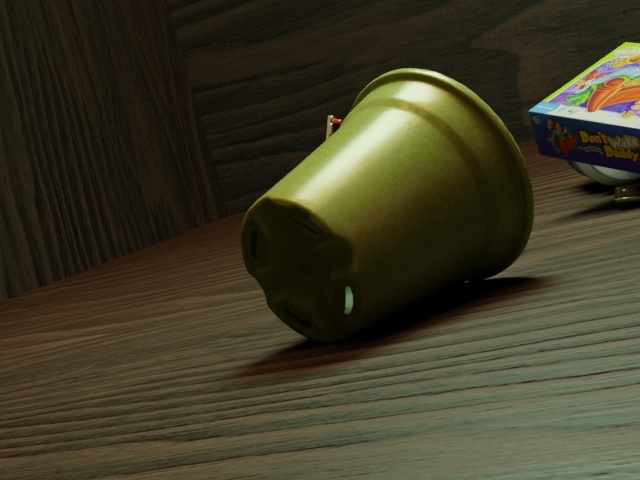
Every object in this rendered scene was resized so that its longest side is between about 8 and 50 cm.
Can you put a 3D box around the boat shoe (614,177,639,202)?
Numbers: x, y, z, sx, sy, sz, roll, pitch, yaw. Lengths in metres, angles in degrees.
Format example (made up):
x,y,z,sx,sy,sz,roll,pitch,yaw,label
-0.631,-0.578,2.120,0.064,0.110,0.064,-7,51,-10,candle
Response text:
x,y,z,sx,sy,sz,roll,pitch,yaw,label
0.495,-0.096,1.931,0.178,0.060,0.064,-17,5,-12,boat shoe

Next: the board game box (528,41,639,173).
x,y,z,sx,sy,sz,roll,pitch,yaw,label
0.504,-0.182,1.914,0.233,0.078,0.347,-35,31,-29,board game box

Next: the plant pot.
x,y,z,sx,sy,sz,roll,pitch,yaw,label
0.056,-0.021,1.539,0.254,0.276,0.276,-34,15,-37,plant pot

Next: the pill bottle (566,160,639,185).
x,y,z,sx,sy,sz,roll,pitch,yaw,label
0.482,-0.173,2.241,0.162,0.162,0.278,-15,5,5,pill bottle

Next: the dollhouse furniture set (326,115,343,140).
x,y,z,sx,sy,sz,roll,pitch,yaw,label
0.137,-0.146,2.410,0.259,0.135,0.262,4,-8,18,dollhouse furniture set
